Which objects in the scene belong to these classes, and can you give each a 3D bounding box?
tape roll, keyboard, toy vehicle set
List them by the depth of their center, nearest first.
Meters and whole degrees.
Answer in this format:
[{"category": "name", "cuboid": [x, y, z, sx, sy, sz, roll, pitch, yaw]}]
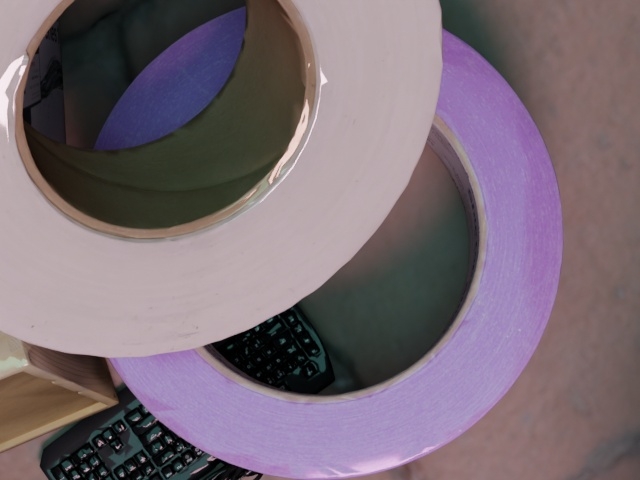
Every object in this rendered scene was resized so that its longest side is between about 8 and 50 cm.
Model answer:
[{"category": "tape roll", "cuboid": [-0.088, -0.088, 0.845, 0.286, 0.100, 0.286, -11, 122, -18]}, {"category": "tape roll", "cuboid": [0.000, 0.000, 1.008, 0.275, 0.090, 0.274, 0, 85, 0]}, {"category": "toy vehicle set", "cuboid": [-0.266, 0.119, 1.009, 0.267, 0.166, 0.035, -23, 74, 4]}, {"category": "keyboard", "cuboid": [-0.075, 0.119, 1.063, 0.192, 0.038, 0.100, -37, 90, 5]}]

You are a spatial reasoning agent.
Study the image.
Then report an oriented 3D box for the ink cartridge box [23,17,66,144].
[{"category": "ink cartridge box", "cuboid": [-0.206, -0.079, 0.999, 0.093, 0.160, 0.219, -2, 94, 3]}]
